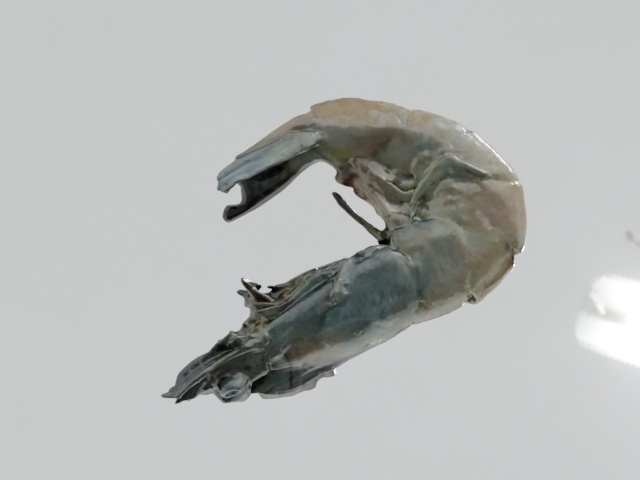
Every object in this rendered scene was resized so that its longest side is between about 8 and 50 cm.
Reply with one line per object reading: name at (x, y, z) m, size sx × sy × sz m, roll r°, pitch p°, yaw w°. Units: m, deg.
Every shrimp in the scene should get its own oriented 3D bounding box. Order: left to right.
shrimp at (0.001, -0.002, 1.030) m, size 0.289 × 0.075 × 0.178 m, roll -27°, pitch -101°, yaw -4°
